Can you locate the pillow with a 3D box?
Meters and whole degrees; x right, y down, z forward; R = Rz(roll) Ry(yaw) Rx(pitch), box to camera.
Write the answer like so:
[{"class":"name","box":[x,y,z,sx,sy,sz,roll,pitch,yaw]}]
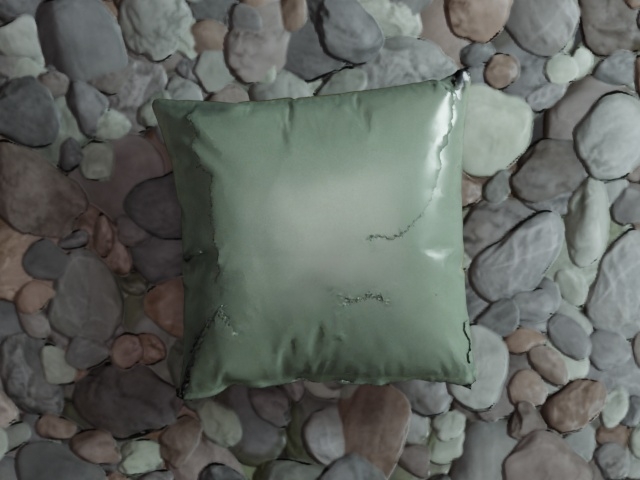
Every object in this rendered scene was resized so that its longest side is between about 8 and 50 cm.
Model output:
[{"class":"pillow","box":[0.000,0.000,1.160,0.309,0.119,0.313,-3,96,5]}]
